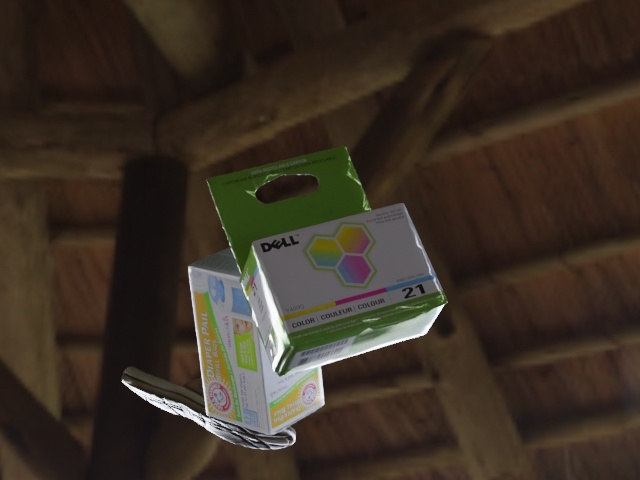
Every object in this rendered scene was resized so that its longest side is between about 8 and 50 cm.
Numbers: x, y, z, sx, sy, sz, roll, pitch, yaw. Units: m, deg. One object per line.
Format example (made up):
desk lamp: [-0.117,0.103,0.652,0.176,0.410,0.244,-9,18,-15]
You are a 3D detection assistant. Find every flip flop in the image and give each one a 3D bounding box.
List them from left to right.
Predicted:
flip flop: [-0.162,0.235,2.088,0.277,0.080,0.112,20,-22,16]

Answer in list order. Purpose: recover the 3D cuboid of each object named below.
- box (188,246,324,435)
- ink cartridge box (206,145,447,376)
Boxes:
box: [-0.077,0.117,1.705,0.114,0.203,0.103,10,24,40]
ink cartridge box: [0.000,0.000,1.569,0.189,0.255,0.097,-15,-22,-19]
